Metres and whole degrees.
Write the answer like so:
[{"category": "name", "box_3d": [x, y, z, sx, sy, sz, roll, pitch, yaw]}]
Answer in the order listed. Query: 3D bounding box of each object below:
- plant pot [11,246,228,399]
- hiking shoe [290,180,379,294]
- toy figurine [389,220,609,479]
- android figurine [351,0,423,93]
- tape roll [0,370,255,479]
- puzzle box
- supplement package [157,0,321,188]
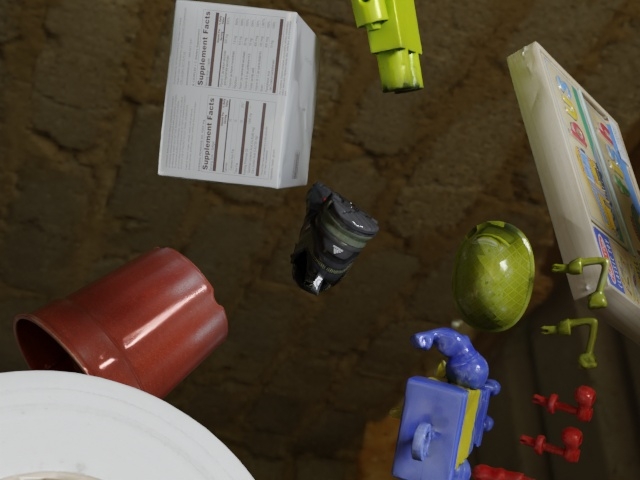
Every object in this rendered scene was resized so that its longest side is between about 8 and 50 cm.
[{"category": "plant pot", "box_3d": [-0.313, 0.159, 1.646, 0.265, 0.272, 0.272, -38, 174, -31]}, {"category": "hiking shoe", "box_3d": [0.000, 0.000, 1.164, 0.114, 0.086, 0.227, -55, -175, 3]}, {"category": "toy figurine", "box_3d": [0.166, 0.172, 1.054, 0.217, 0.191, 0.363, -7, 109, -60]}, {"category": "android figurine", "box_3d": [0.086, -0.333, 1.344, 0.248, 0.056, 0.273, -31, 110, -73]}, {"category": "tape roll", "box_3d": [-0.149, 0.209, 0.496, 0.169, 0.246, 0.246, 124, -26, -47]}, {"category": "puzzle box", "box_3d": [0.389, -0.058, 1.408, 0.052, 0.272, 0.409, -29, -128, 30]}, {"category": "supplement package", "box_3d": [-0.092, -0.172, 1.255, 0.262, 0.145, 0.204, -29, 126, -82]}]
